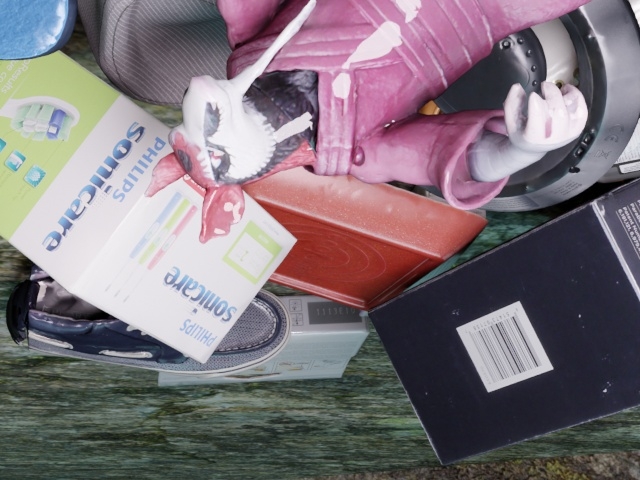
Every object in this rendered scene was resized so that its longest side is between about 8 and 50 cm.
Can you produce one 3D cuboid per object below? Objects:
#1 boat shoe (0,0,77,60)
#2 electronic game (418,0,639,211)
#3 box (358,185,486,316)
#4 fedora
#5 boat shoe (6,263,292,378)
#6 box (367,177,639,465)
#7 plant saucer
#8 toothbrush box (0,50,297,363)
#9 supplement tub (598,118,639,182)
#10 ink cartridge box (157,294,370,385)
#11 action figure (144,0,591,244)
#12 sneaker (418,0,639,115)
[{"bbox_3d":[-0.263,-0.180,0.819,0.258,0.109,0.089,24,-177,3],"label":"boat shoe"},{"bbox_3d":[0.115,-0.123,0.952,0.229,0.229,0.048,-18,-161,35],"label":"electronic game"},{"bbox_3d":[0.106,0.011,1.498,0.067,0.063,0.324,1,160,-10],"label":"box"},{"bbox_3d":[-0.080,-0.168,0.861,0.244,0.124,0.275,-7,161,8],"label":"fedora"},{"bbox_3d":[-0.189,0.089,1.559,0.341,0.127,0.158,1,168,-13],"label":"boat shoe"},{"bbox_3d":[0.282,0.049,1.301,0.312,0.179,0.343,-24,176,-37],"label":"box"},{"bbox_3d":[0.000,0.000,1.366,0.259,0.047,0.258,17,158,-14],"label":"plant saucer"},{"bbox_3d":[-0.184,-0.056,0.937,0.283,0.122,0.206,36,177,26],"label":"toothbrush box"},{"bbox_3d":[0.275,-0.113,1.101,0.190,0.117,0.117,-10,160,20],"label":"supplement tub"},{"bbox_3d":[-0.086,0.137,1.828,0.275,0.060,0.239,-2,161,-9],"label":"ink cartridge box"},{"bbox_3d":[0.045,-0.146,0.738,0.370,0.248,0.276,-41,180,3],"label":"action figure"},{"bbox_3d":[0.206,-0.136,1.019,0.290,0.123,0.106,-12,157,18],"label":"sneaker"}]
